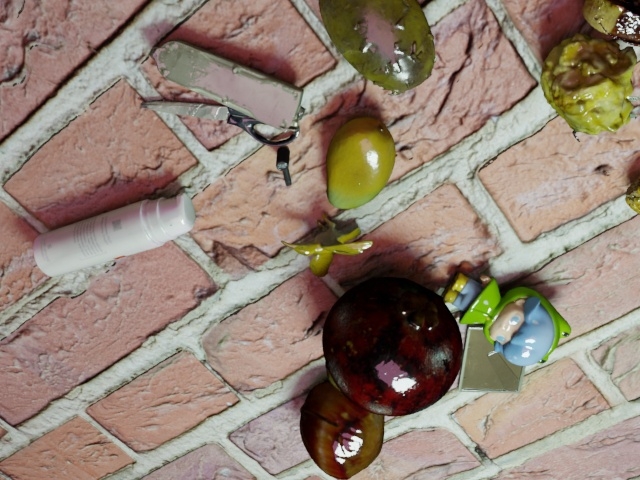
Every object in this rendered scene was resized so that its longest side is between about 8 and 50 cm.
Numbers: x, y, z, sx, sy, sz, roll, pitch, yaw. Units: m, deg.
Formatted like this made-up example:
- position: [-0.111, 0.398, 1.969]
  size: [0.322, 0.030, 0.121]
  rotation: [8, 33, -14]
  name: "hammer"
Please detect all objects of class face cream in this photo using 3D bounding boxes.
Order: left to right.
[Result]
- position: [-0.414, -0.014, 1.298]
  size: [0.345, 0.102, 0.102]
  rotation: [-15, 121, 14]
  name: "face cream"

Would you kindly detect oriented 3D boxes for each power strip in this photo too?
- position: [-0.161, -0.278, 1.124]
  size: [0.286, 0.048, 0.080]
  rotation: [22, 109, -4]
  name: "power strip"

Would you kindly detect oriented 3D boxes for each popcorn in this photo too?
- position: [0.438, -0.248, 1.045]
  size: [0.142, 0.173, 0.173]
  rotation: [-33, 118, -5]
  name: "popcorn"

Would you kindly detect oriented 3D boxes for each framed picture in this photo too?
- position: [0.404, 0.278, 1.479]
  size: [0.150, 0.015, 0.203]
  rotation: [1, 122, 3]
  name: "framed picture"

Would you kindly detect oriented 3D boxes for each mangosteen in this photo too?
- position: [0.140, 0.219, 1.310]
  size: [0.311, 0.311, 0.311]
  rotation: [2, 123, 3]
  name: "mangosteen"

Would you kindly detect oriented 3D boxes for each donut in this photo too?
- position: [0.479, -0.357, 0.997]
  size: [0.140, 0.140, 0.059]
  rotation: [16, 133, -6]
  name: "donut"

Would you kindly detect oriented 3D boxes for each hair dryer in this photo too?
- position: [-0.069, -0.135, 1.232]
  size: [0.026, 0.047, 0.083]
  rotation: [-2, 137, 5]
  name: "hair dryer"

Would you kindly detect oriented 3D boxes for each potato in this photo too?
- position: [0.091, -0.351, 1.035]
  size: [0.149, 0.113, 0.251]
  rotation: [-30, 116, 20]
  name: "potato"

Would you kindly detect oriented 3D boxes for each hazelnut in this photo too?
- position: [0.049, 0.435, 1.508]
  size: [0.229, 0.229, 0.229]
  rotation: [2, 123, 3]
  name: "hazelnut"

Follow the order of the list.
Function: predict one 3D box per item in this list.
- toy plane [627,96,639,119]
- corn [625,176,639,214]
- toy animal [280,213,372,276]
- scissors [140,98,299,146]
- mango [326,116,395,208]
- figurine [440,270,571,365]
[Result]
- position: [0.524, -0.238, 1.126]
  size: [0.080, 0.033, 0.083]
  rotation: [-29, 117, 37]
  name: "toy plane"
- position: [0.717, -0.051, 1.199]
  size: [0.313, 0.102, 0.102]
  rotation: [16, 123, -4]
  name: "corn"
- position: [0.000, 0.000, 1.285]
  size: [0.155, 0.095, 0.219]
  rotation: [21, 153, -10]
  name: "toy animal"
- position: [-0.186, -0.237, 1.184]
  size: [0.300, 0.022, 0.109]
  rotation: [6, 119, 1]
  name: "scissors"
- position: [0.069, -0.139, 1.188]
  size: [0.130, 0.092, 0.194]
  rotation: [22, 126, -12]
  name: "mango"
- position: [0.386, 0.158, 1.339]
  size: [0.263, 0.143, 0.162]
  rotation: [31, 115, 4]
  name: "figurine"
